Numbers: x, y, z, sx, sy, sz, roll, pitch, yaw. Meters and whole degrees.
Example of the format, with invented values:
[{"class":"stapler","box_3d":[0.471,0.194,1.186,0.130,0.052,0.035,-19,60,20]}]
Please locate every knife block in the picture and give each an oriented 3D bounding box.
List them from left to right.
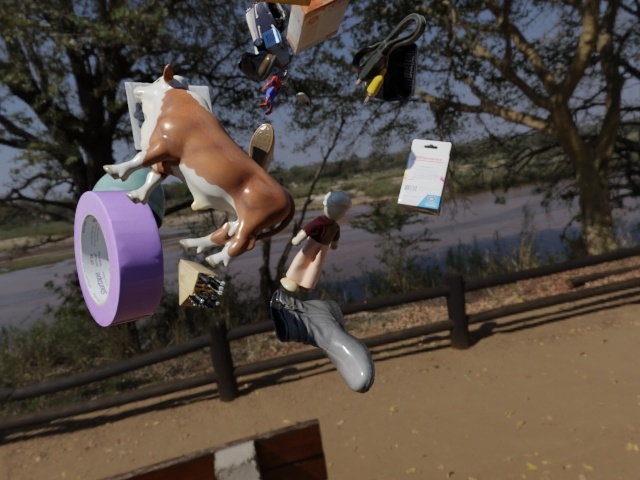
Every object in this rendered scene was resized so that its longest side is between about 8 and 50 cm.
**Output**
[{"class":"knife block","box_3d":[-0.451,0.145,1.743,0.088,0.276,0.242,17,-44,-37]}]

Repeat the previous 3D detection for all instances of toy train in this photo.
[{"class":"toy train","box_3d":[-0.162,-0.662,1.609,0.105,0.080,0.184,-20,-15,13]}]

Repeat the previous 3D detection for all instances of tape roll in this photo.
[{"class":"tape roll","box_3d":[-0.425,0.034,0.947,0.090,0.275,0.274,-9,5,-42]}]

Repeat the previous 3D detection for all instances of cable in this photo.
[{"class":"cable","box_3d":[0.189,-0.538,1.301,0.072,0.140,0.287,3,-31,-40]}]

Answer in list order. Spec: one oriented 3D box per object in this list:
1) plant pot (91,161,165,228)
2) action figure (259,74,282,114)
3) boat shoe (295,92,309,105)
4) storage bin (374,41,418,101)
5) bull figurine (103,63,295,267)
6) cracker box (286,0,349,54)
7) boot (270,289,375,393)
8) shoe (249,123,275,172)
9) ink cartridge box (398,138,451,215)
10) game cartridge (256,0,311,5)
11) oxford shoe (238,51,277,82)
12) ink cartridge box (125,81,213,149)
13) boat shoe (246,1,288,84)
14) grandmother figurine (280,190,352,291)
[{"class":"plant pot","box_3d":[-0.764,-0.194,1.859,0.292,0.197,0.293,7,-28,4]},{"class":"action figure","box_3d":[-0.112,-0.341,1.046,0.030,0.115,0.038,-6,-36,35]},{"class":"boat shoe","box_3d":[-0.073,-0.602,1.953,0.035,0.035,0.100,-21,-10,19]},{"class":"storage bin","box_3d":[0.245,-0.563,1.516,0.121,0.180,0.084,-9,28,-18]},{"class":"bull figurine","box_3d":[-0.182,-0.105,0.666,0.188,0.310,0.101,-49,3,-19]},{"class":"cracker box","box_3d":[-0.010,-0.655,1.328,0.155,0.067,0.232,-31,1,-11]},{"class":"boot","box_3d":[-0.012,0.277,1.241,0.222,0.118,0.338,14,22,-34]},{"class":"shoe","box_3d":[-0.201,-0.282,1.527,0.076,0.219,0.058,19,13,8]},{"class":"ink cartridge box","box_3d":[0.274,-0.163,1.180,0.104,0.182,0.061,11,-11,21]},{"class":"game cartridge","box_3d":[-0.198,-0.596,0.970,0.285,0.053,0.323,14,6,17]},{"class":"oxford shoe","box_3d":[-0.220,-0.591,1.535,0.096,0.083,0.227,26,-7,-33]},{"class":"ink cartridge box","box_3d":[-0.413,-0.339,1.273,0.232,0.189,0.066,-9,-2,-29]},{"class":"boat shoe","box_3d":[-0.195,-0.828,1.875,0.127,0.341,0.158,-28,11,-33]},{"class":"grandmother figurine","box_3d":[0.000,0.000,1.446,0.104,0.343,0.207,32,14,25]}]
